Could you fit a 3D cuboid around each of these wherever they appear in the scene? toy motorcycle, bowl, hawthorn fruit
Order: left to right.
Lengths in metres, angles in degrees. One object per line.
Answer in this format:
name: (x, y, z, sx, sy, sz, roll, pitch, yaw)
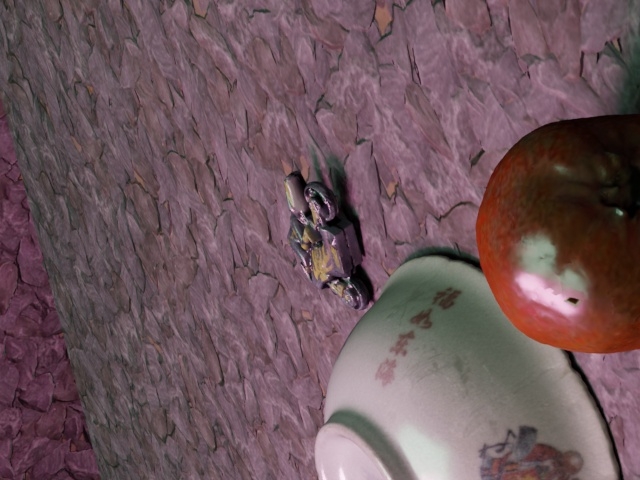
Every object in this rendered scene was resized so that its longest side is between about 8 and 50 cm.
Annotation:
toy motorcycle: (0.000, 0.000, 1.909, 0.124, 0.061, 0.193, 18, 136, 49)
bowl: (0.122, 0.249, 1.708, 0.435, 0.196, 0.435, 39, 142, 40)
hawthorn fruit: (0.237, 0.006, 1.304, 0.210, 0.210, 0.262, 59, 171, 16)
